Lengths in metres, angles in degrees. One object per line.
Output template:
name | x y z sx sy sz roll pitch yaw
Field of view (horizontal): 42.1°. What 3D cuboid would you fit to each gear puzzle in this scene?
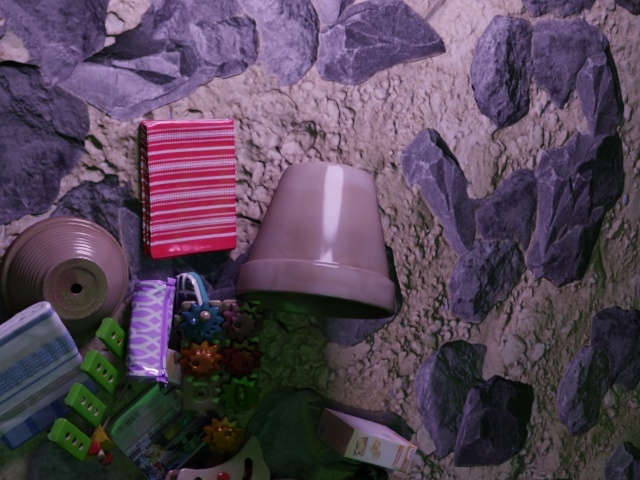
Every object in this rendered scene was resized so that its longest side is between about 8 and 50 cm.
gear puzzle | -0.200 0.279 1.645 0.175 0.044 0.339 -1 108 -12

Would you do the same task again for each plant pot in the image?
plant pot | 0.000 0.000 1.696 0.323 0.323 0.280 13 76 -30
plant pot | -0.463 0.077 1.537 0.237 0.110 0.237 -5 100 -28

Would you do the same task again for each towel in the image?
towel | -0.535 0.249 1.508 0.209 0.034 0.285 -34 141 -20
towel | -0.259 -0.104 1.664 0.199 0.031 0.275 -5 101 -29

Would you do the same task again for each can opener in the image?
can opener | 0.078 0.584 1.956 0.186 0.059 0.073 -15 106 -26

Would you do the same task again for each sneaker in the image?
sneaker | -0.227 0.178 1.709 0.110 0.107 0.275 -40 122 -39

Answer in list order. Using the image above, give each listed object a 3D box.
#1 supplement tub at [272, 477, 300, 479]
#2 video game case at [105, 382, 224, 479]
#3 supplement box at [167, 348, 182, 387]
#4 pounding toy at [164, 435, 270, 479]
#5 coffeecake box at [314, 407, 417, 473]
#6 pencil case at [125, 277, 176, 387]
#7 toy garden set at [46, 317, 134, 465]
supplement tub | -0.069 0.678 1.815 0.191 0.191 0.272 20 89 -30
video game case | -0.317 0.381 1.723 0.201 0.023 0.183 -42 116 -17
supplement box | -0.308 0.253 1.675 0.098 0.036 0.062 23 66 -17
pounding toy | -0.248 0.519 1.745 0.269 0.155 0.154 -42 99 -35
coffeecake box | 0.103 0.456 1.899 0.185 0.142 0.068 23 88 -30
pencil case | -0.327 0.178 1.610 0.086 0.088 0.206 14 71 -47
toy garden set | -0.424 0.298 1.586 0.204 0.049 0.244 68 35 -54
